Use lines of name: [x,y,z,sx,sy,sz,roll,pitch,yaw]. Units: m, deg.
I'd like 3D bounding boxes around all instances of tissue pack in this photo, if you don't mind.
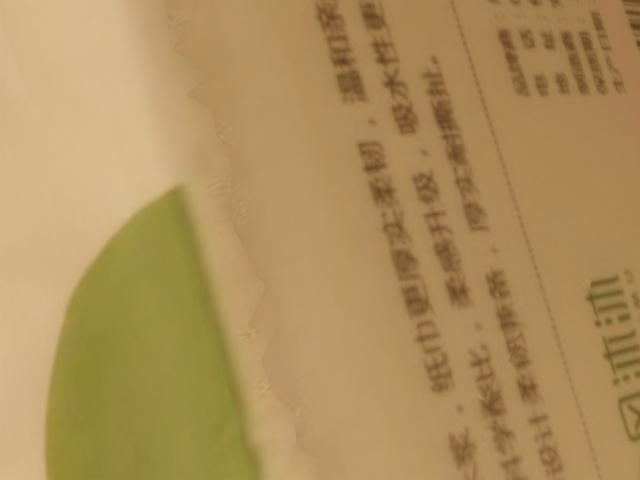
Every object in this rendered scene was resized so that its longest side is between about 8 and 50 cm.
tissue pack: [-0.001,0.001,0.468,0.266,0.194,0.356,-5,-104,-49]
